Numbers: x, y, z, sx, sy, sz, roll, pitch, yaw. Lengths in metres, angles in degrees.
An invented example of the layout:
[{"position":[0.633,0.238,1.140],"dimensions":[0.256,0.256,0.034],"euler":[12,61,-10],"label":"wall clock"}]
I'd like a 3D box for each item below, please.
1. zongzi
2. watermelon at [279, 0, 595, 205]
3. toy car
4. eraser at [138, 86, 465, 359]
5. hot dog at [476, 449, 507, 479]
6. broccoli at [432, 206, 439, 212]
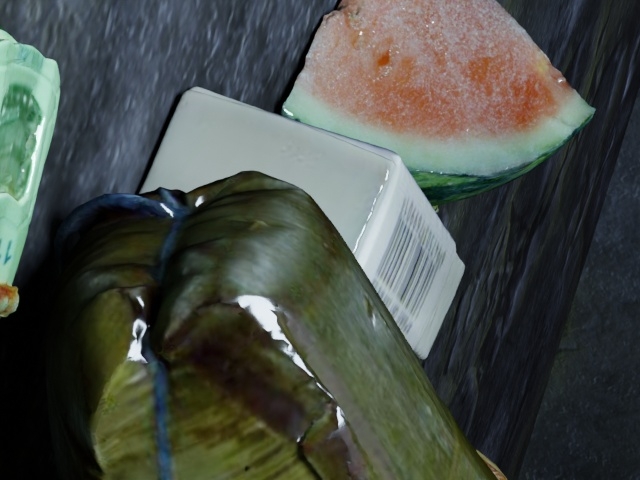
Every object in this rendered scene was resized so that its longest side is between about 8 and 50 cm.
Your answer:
[{"position":[-0.102,0.194,0.814],"dimensions":[0.403,0.432,0.208],"euler":[57,22,-26],"label":"zongzi"},{"position":[0.075,-0.097,1.035],"dimensions":[0.136,0.207,0.202],"euler":[-97,179,-62],"label":"watermelon"},{"position":[-0.140,0.011,0.594],"dimensions":[0.093,0.058,0.186],"euler":[19,90,-76],"label":"toy car"},{"position":[0.000,0.000,0.933],"dimensions":[0.279,0.124,0.081],"euler":[44,67,-73],"label":"eraser"},{"position":[0.008,0.282,1.185],"dimensions":[0.405,0.185,0.223],"euler":[-29,134,-68],"label":"hot dog"},{"position":[0.064,-0.062,1.174],"dimensions":[0.092,0.097,0.095],"euler":[-64,-165,-2],"label":"broccoli"}]
